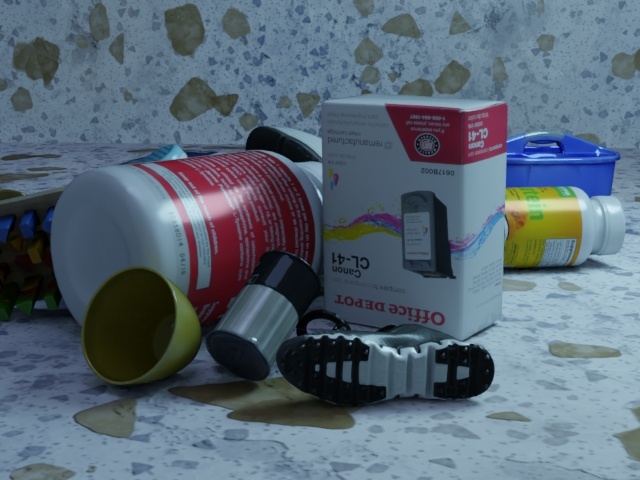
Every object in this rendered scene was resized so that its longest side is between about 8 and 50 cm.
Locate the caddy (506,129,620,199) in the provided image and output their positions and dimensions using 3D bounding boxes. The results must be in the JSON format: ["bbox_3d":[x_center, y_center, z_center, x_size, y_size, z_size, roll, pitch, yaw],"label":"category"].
[{"bbox_3d":[0.494,-0.157,2.333,0.342,0.179,0.241,-1,10,-5],"label":"caddy"}]

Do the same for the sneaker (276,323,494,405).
[{"bbox_3d":[0.065,0.133,1.151,0.234,0.078,0.106,2,8,-8],"label":"sneaker"}]

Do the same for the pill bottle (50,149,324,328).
[{"bbox_3d":[-0.142,-0.006,1.444,0.229,0.228,0.408,10,15,41],"label":"pill bottle"}]

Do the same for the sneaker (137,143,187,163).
[{"bbox_3d":[-0.287,0.024,1.605,0.319,0.208,0.127,-37,22,-2],"label":"sneaker"}]

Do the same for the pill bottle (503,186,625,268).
[{"bbox_3d":[0.377,-0.023,1.760,0.246,0.136,0.136,-2,11,-8],"label":"pill bottle"}]

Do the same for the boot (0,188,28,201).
[{"bbox_3d":[-0.500,-0.026,1.777,0.165,0.077,0.213,10,-17,48],"label":"boot"}]

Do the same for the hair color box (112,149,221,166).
[{"bbox_3d":[-0.274,-0.058,1.842,0.105,0.173,0.347,3,12,13],"label":"hair color box"}]

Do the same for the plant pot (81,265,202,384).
[{"bbox_3d":[-0.191,0.106,1.194,0.134,0.134,0.095,7,-13,31],"label":"plant pot"}]

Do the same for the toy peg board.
[{"bbox_3d":[-0.397,0.028,1.428,0.161,0.160,0.079,-12,31,6],"label":"toy peg board"}]

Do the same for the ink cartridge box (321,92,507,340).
[{"bbox_3d":[0.123,-0.038,1.405,0.226,0.306,0.131,8,14,35],"label":"ink cartridge box"}]

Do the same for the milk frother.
[{"bbox_3d":[-0.043,0.111,1.221,0.143,0.129,0.134,29,54,5],"label":"milk frother"}]

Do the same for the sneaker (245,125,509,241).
[{"bbox_3d":[0.101,-0.074,1.682,0.448,0.169,0.257,33,39,28],"label":"sneaker"}]
